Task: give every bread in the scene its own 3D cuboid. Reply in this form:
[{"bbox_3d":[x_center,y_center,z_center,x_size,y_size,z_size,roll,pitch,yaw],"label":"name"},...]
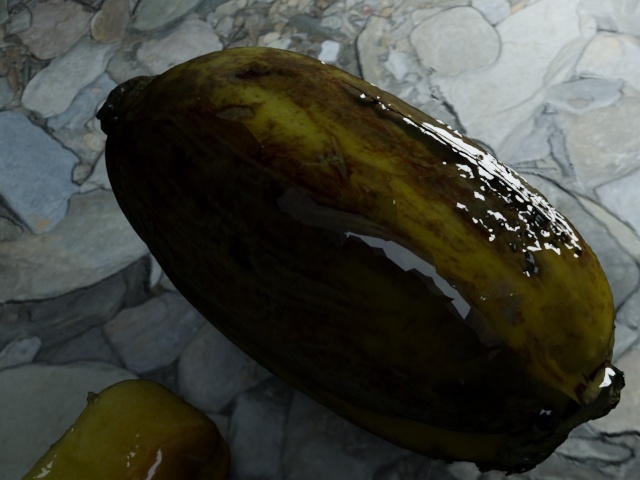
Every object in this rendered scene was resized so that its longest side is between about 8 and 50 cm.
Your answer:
[{"bbox_3d":[-0.154,0.204,0.497,0.094,0.102,0.245,28,70,34],"label":"bread"}]

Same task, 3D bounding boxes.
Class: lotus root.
[{"bbox_3d":[0.000,0.000,0.510,0.397,0.195,0.179,36,55,27],"label":"lotus root"}]
